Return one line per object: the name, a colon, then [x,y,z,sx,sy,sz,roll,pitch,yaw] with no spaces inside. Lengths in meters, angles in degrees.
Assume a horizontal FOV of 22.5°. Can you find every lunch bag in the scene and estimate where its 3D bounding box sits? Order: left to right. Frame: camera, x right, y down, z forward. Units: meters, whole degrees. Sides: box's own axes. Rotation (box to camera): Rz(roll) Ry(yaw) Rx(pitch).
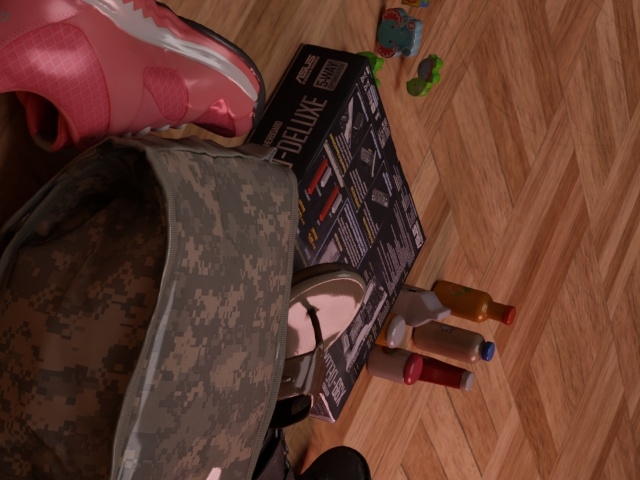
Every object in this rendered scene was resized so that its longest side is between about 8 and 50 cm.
lunch bag: [-0.132,0.054,1.225,0.235,0.169,0.287,3,105,-65]

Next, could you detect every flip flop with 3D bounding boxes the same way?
flip flop: [-0.047,0.138,1.453,0.277,0.080,0.112,-50,143,3]

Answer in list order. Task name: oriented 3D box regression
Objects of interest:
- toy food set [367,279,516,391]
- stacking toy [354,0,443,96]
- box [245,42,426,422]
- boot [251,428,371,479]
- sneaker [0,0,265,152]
toy food set: [0.141,0.117,1.911,0.232,0.104,0.111,-9,112,-63]
stacking toy: [0.085,-0.250,1.665,0.167,0.052,0.221,-14,118,-61]
box: [0.000,0.000,1.582,0.242,0.076,0.307,-62,152,-26]
boot: [-0.036,0.253,1.632,0.263,0.091,0.229,-53,148,-36]
sneaker: [-0.158,-0.120,1.175,0.314,0.116,0.136,31,86,-58]
